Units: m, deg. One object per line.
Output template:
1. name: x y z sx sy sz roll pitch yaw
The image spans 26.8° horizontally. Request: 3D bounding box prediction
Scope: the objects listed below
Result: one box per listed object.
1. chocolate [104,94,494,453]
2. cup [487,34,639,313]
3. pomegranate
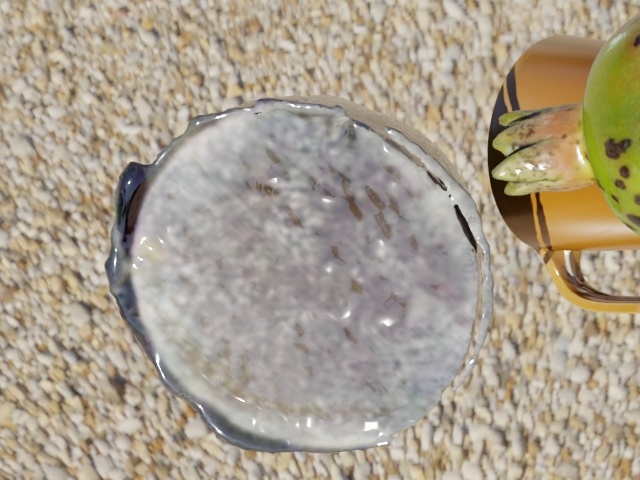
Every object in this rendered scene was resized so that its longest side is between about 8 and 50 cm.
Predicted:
1. chocolate: 0.000 0.000 1.101 0.303 0.213 0.303 4 110 11
2. cup: 0.270 -0.047 1.057 0.264 0.182 0.226 10 107 47
3. pomegranate: 0.200 -0.063 0.770 0.205 0.159 0.159 -10 65 26
